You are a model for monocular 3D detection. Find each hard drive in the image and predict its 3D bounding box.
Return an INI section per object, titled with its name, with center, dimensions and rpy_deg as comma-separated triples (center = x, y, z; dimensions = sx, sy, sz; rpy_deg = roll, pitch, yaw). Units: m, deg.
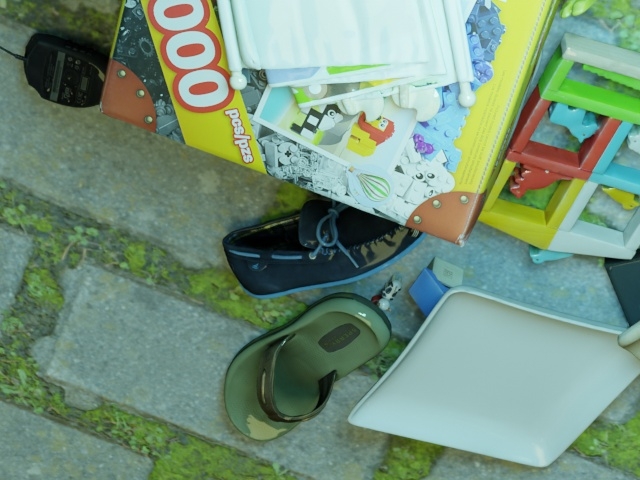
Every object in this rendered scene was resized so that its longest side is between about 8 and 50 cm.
[hard drive]
center = 0.386, 0.063, 2.134
dimensions = 0.094, 0.022, 0.135
rpy_deg = -13, 125, 22

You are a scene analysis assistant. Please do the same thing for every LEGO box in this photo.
[LEGO box]
center = 0.048, -0.301, 1.706
dimensions = 0.372, 0.193, 0.500
rpy_deg = 20, 118, 6

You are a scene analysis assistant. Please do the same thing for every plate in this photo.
[plate]
center = 0.209, 0.153, 2.193
dimensions = 0.277, 0.045, 0.278
rpy_deg = 15, 137, -19

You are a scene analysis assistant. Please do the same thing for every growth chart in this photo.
[growth chart]
center = 0.017, -0.186, 1.645
dimensions = 0.237, 0.021, 0.172
rpy_deg = 3, 116, 15

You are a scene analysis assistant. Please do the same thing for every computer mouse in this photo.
[computer mouse]
center = -0.332, -0.208, 2.068
dimensions = 0.242, 0.041, 0.071
rpy_deg = 21, 122, 4

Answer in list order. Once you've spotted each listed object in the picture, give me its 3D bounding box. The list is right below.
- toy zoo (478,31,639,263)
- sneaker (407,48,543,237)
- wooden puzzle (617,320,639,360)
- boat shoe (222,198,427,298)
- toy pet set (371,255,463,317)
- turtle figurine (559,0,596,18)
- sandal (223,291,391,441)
[toy zoo]
center = 0.287, -0.079, 2.012
dimensions = 0.192, 0.030, 0.293
rpy_deg = 15, 131, -14
[sneaker]
center = 0.152, -0.120, 1.950
dimensions = 0.101, 0.153, 0.268
rpy_deg = 21, 130, -5
[wooden puzzle]
center = 0.552, 0.102, 2.083
dimensions = 0.348, 0.080, 0.322
rpy_deg = 37, 122, -25
[boat shoe]
center = 0.000, 0.000, 2.114
dimensions = 0.258, 0.109, 0.089
rpy_deg = -22, 122, 25
[toy pet set]
center = 0.129, 0.083, 2.179
dimensions = 0.122, 0.065, 0.114
rpy_deg = 26, 130, -10
[turtle figurine]
center = 0.221, -0.326, 1.805
dimensions = 0.269, 0.087, 0.217
rpy_deg = -23, 106, 24
[sandal]
center = -0.030, 0.161, 2.257
dimensions = 0.120, 0.086, 0.303
rpy_deg = 31, 138, -13
